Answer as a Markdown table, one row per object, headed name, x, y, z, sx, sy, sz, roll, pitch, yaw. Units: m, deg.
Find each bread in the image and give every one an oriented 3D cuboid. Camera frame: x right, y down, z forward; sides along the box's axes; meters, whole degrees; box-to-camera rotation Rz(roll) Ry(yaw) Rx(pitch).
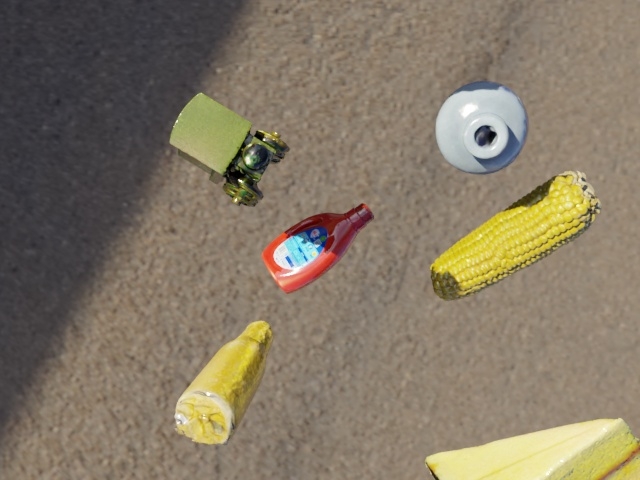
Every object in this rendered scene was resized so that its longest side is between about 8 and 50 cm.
| name | x | y | z | sx | sy | sz | roll | pitch | yaw |
| --- | --- | --- | --- | --- | --- | --- | --- | --- | --- |
| bread | 0.308 | 0.327 | 1.629 | 0.264 | 0.163 | 0.168 | -36 | 125 | -1 |

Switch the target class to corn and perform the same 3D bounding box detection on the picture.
| name | x | y | z | sx | sy | sz | roll | pitch | yaw |
| --- | --- | --- | --- | --- | --- | --- | --- | --- | --- |
| corn | 0.311 | 0.001 | 1.869 | 0.305 | 0.106 | 0.106 | -35 | 124 | 18 |

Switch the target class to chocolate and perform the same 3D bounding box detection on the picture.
| name | x | y | z | sx | sy | sz | roll | pitch | yaw |
| --- | --- | --- | --- | --- | --- | --- | --- | --- | --- |
| chocolate | -0.106 | 0.167 | 1.456 | 0.219 | 0.085 | 0.086 | -55 | 134 | -59 |

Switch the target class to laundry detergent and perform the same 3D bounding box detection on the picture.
| name | x | y | z | sx | sy | sz | roll | pitch | yaw |
| --- | --- | --- | --- | --- | --- | --- | --- | --- | --- |
| laundry detergent | 0.000 | 0.000 | 1.625 | 0.165 | 0.097 | 0.049 | -35 | 142 | 4 |

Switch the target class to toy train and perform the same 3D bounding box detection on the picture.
| name | x | y | z | sx | sy | sz | roll | pitch | yaw |
| --- | --- | --- | --- | --- | --- | --- | --- | --- | --- |
| toy train | -0.119 | -0.111 | 1.460 | 0.137 | 0.225 | 0.090 | 30 | 84 | -6 |

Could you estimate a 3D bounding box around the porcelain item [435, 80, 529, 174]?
| name | x | y | z | sx | sy | sz | roll | pitch | yaw |
| --- | --- | --- | --- | --- | --- | --- | --- | --- | --- |
| porcelain item | 0.242 | -0.179 | 1.768 | 0.141 | 0.259 | 0.141 | 1 | 104 | 2 |
